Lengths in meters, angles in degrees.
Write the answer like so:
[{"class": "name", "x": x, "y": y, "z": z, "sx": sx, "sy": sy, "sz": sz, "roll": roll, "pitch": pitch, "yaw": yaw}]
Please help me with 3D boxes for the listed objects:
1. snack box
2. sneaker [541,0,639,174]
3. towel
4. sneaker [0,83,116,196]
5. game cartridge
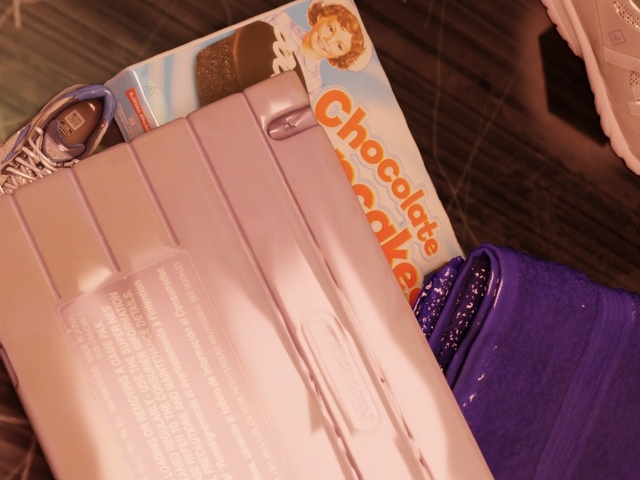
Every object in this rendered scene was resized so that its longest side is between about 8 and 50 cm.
[{"class": "snack box", "x": 0.000, "y": 0.000, "z": 0.834, "sx": 0.187, "sy": 0.060, "sz": 0.322, "roll": -29, "pitch": 98, "yaw": -31}, {"class": "sneaker", "x": 0.287, "y": -0.147, "z": 0.988, "sx": 0.105, "sy": 0.115, "sz": 0.281, "roll": -46, "pitch": 106, "yaw": -27}, {"class": "towel", "x": 0.162, "y": 0.131, "z": 0.853, "sx": 0.308, "sy": 0.076, "sz": 0.228, "roll": 16, "pitch": 98, "yaw": -42}, {"class": "sneaker", "x": -0.177, "y": -0.052, "z": 0.740, "sx": 0.052, "sy": 0.058, "sz": 0.135, "roll": 42, "pitch": 66, "yaw": -19}, {"class": "game cartridge", "x": -0.043, "y": 0.103, "z": 0.693, "sx": 0.230, "sy": 0.068, "sz": 0.355, "roll": -25, "pitch": 84, "yaw": -4}]
